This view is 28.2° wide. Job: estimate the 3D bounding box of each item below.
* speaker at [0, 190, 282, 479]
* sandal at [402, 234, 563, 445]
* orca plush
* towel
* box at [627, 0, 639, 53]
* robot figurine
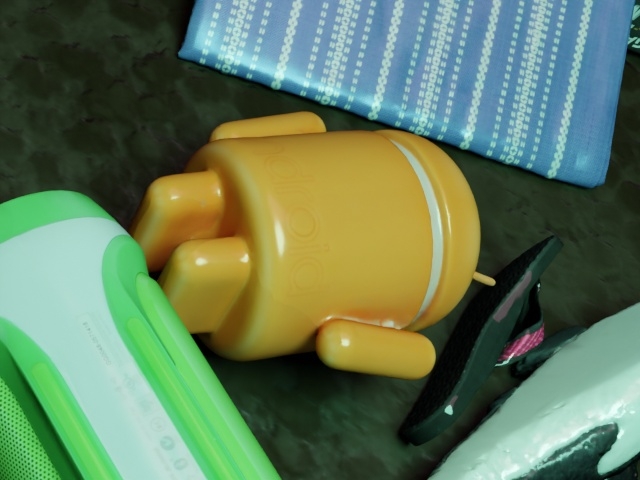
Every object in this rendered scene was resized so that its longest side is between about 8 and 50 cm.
[{"bbox_3d":[-0.081,0.123,0.594,0.131,0.131,0.296,-20,66,-38],"label":"speaker"},{"bbox_3d":[0.108,0.066,0.788,0.040,0.067,0.179,41,54,-5],"label":"sandal"},{"bbox_3d":[0.167,0.128,0.745,0.287,0.151,0.102,-36,108,-45],"label":"orca plush"},{"bbox_3d":[0.082,-0.192,0.936,0.336,0.040,0.243,16,76,-16],"label":"towel"},{"bbox_3d":[0.164,-0.312,1.100,0.293,0.073,0.295,13,51,-21],"label":"box"},{"bbox_3d":[0.001,0.002,0.734,0.219,0.128,0.158,-7,20,-32],"label":"robot figurine"}]
